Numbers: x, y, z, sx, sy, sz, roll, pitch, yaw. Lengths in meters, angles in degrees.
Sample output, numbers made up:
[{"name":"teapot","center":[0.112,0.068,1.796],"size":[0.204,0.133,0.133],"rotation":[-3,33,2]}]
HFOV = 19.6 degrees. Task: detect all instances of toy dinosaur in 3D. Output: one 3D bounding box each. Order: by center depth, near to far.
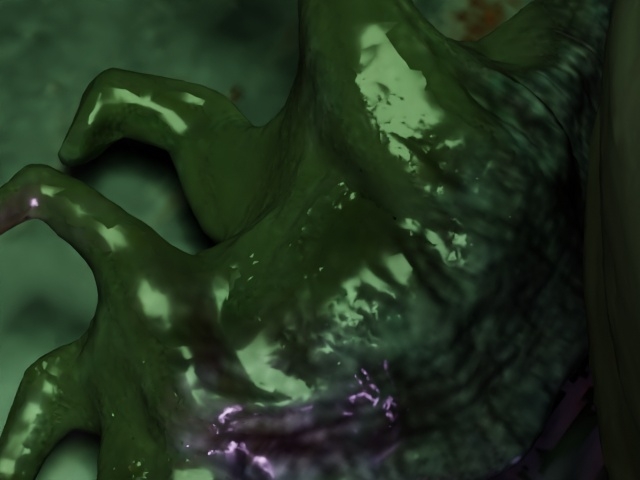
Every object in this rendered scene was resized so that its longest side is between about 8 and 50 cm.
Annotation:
[{"name":"toy dinosaur","center":[-0.002,0.004,0.491],"size":[0.162,0.077,0.294],"rotation":[27,74,1]}]

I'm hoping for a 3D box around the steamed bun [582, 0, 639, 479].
[{"name":"steamed bun","center":[0.202,0.019,0.425],"size":[0.339,0.247,0.352],"rotation":[45,44,-3]}]
